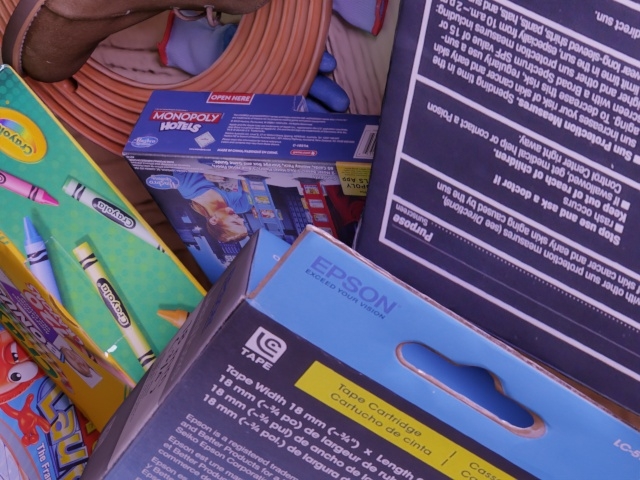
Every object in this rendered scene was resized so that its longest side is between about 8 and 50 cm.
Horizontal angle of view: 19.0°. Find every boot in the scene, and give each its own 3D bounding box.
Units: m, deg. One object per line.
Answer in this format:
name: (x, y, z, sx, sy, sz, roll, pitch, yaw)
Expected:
boot: (-0.089, -0.154, 1.101, 0.115, 0.112, 0.305, 40, 142, -10)

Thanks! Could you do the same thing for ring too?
ring: (-0.119, -0.204, 1.191, 0.336, 0.032, 0.336, 20, 124, 33)

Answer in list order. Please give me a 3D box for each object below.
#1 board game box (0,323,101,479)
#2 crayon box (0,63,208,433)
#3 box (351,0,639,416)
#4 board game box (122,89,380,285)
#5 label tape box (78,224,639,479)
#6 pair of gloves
board game box: (-0.251, 0.216, 1.358, 0.086, 0.302, 0.308, 4, 115, 38)
crayon box: (-0.167, 0.019, 1.253, 0.278, 0.081, 0.165, 50, 159, -16)
box: (0.197, -0.078, 0.908, 0.296, 0.183, 0.294, 29, 128, 25)
board game box: (0.000, 0.000, 1.177, 0.194, 0.060, 0.194, 4, 138, 21)
label tape box: (0.028, 0.116, 1.072, 0.240, 0.106, 0.333, 32, 133, -9)
pair of gloves: (-0.031, -0.142, 1.182, 0.159, 0.023, 0.198, 33, 130, 23)
